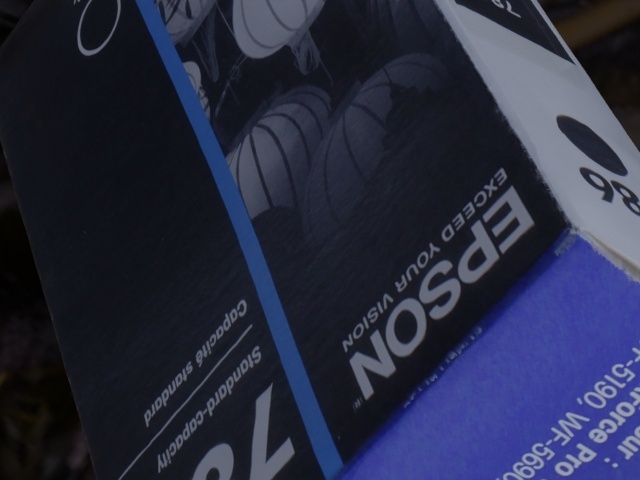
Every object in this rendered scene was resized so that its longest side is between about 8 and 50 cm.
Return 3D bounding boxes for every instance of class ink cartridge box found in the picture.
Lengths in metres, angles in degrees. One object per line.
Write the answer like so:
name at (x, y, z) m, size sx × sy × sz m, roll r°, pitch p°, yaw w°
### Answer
ink cartridge box at (0.000, 0.000, 0.506) m, size 0.065 × 0.332 × 0.165 m, roll 22°, pitch 118°, yaw -38°
